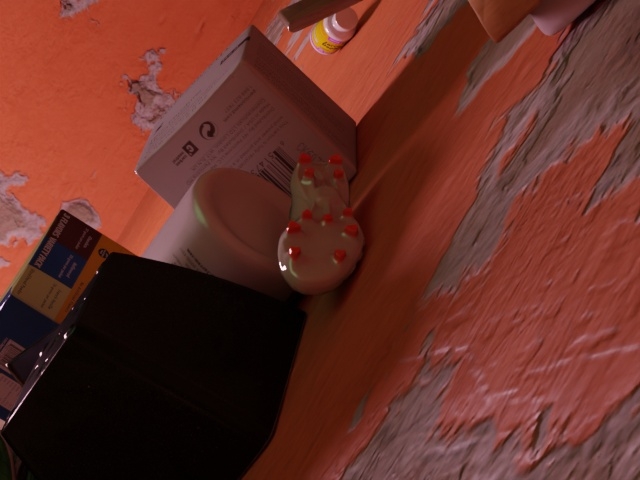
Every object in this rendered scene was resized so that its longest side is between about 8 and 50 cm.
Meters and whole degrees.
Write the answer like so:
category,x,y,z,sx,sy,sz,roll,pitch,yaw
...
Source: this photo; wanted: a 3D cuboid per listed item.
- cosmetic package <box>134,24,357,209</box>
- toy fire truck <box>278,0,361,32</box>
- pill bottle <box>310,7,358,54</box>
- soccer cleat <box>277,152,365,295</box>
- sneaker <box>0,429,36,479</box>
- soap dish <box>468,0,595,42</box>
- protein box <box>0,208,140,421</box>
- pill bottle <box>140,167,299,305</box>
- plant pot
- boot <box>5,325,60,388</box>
category,x,y,z,sx,sy,sz,roll,pitch,yaw
cosmetic package,-0.067,-0.090,1.699,0.151,0.151,0.184,-44,13,12
toy fire truck,0.071,-0.299,1.811,0.217,0.158,0.246,-88,20,-71
pill bottle,0.019,-0.266,2.218,0.043,0.043,0.083,-61,10,-21
soccer cleat,0.000,0.000,1.427,0.196,0.068,0.076,-88,3,-60
sneaker,-0.224,0.260,1.363,0.134,0.146,0.343,-46,39,16
soap dish,0.200,-0.299,1.184,0.229,0.118,0.291,-44,16,55
protein box,-0.252,0.114,1.875,0.200,0.201,0.136,-48,13,44
pill bottle,-0.110,0.058,1.555,0.229,0.131,0.131,-52,11,30
plant pot,-0.141,0.122,1.401,0.188,0.167,0.187,-53,10,28
boot,-0.198,0.096,1.709,0.219,0.106,0.082,-43,8,-18
